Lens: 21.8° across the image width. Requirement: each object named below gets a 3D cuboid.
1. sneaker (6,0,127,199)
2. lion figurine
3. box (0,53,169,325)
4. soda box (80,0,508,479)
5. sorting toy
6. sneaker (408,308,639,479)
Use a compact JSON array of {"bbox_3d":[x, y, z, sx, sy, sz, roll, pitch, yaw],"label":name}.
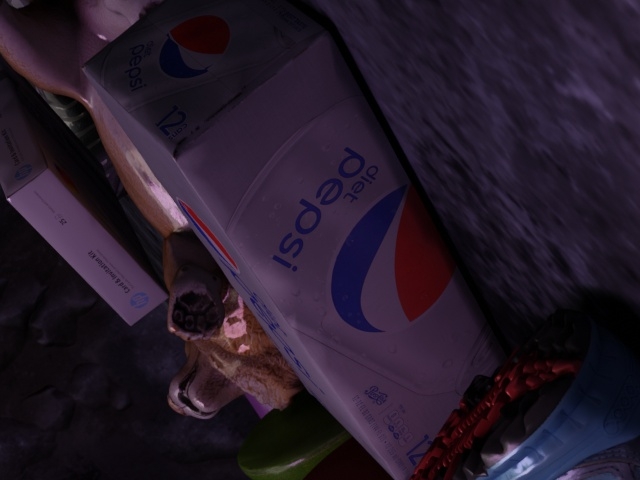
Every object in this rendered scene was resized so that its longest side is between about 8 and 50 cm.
[{"bbox_3d":[-0.201,-0.137,1.316,0.132,0.086,0.229,49,163,32],"label":"sneaker"},{"bbox_3d":[-0.098,-0.058,1.033,0.240,0.142,0.392,-129,13,-79],"label":"lion figurine"},{"bbox_3d":[-0.183,-0.042,1.167,0.145,0.038,0.186,51,-178,-40],"label":"box"},{"bbox_3d":[0.000,0.000,0.832,0.098,0.091,0.286,42,169,45],"label":"soda box"},{"bbox_3d":[0.034,0.161,1.077,0.126,0.127,0.365,57,173,-13],"label":"sorting toy"},{"bbox_3d":[0.108,0.125,0.754,0.125,0.104,0.262,34,162,2],"label":"sneaker"}]
